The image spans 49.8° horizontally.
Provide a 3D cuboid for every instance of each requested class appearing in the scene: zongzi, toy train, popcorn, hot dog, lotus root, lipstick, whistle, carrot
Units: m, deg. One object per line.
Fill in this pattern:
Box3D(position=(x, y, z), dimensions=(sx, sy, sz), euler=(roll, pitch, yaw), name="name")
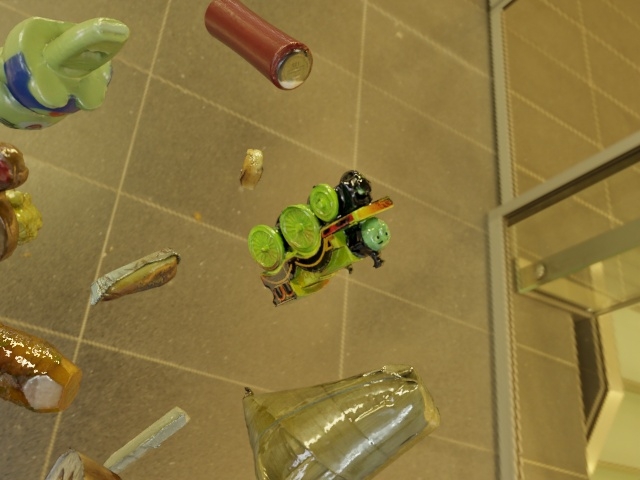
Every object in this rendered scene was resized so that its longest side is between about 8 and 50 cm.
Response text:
Box3D(position=(0.009, 0.201, 0.838), dimensions=(0.115, 0.228, 0.256), euler=(49, 2, -26), name="zongzi")
Box3D(position=(0.000, 0.000, 1.105), dimensions=(0.101, 0.296, 0.160), euler=(-24, 86, -42), name="toy train")
Box3D(position=(-0.810, -0.071, 1.770), dimensions=(0.198, 0.198, 0.155), euler=(40, 68, -14), name="popcorn")
Box3D(position=(-0.478, 0.098, 1.800), dimensions=(0.270, 0.163, 0.081), euler=(-26, 85, -41), name="hot dog")
Box3D(position=(-0.465, 0.571, 1.368), dimensions=(0.192, 0.272, 0.272), euler=(31, 52, -25), name="lotus root")
Box3D(position=(-0.105, -0.324, 1.115), dimensions=(0.080, 0.080, 0.241), euler=(-5, 37, -39), name="lipstick")
Box3D(position=(-0.248, -0.155, 0.638), dimensions=(0.105, 0.228, 0.085), euler=(-5, 87, -48), name="whistle")
Box3D(position=(-0.538, 0.183, 1.114), dimensions=(0.302, 0.114, 0.114), euler=(24, 53, 0), name="carrot")

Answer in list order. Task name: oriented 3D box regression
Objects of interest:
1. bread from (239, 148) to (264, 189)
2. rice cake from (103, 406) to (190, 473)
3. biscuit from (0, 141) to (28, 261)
Box3D(position=(-0.168, -0.172, 1.677), dimensions=(0.053, 0.106, 0.072), euler=(1, 65, -16), name="bread")
Box3D(position=(-0.449, 0.521, 1.783), dimensions=(0.256, 0.057, 0.052), euler=(-37, 98, -2), name="rice cake")
Box3D(position=(-0.640, -0.153, 1.206), dimensions=(0.064, 0.283, 0.431), euler=(-38, 129, -56), name="biscuit")
